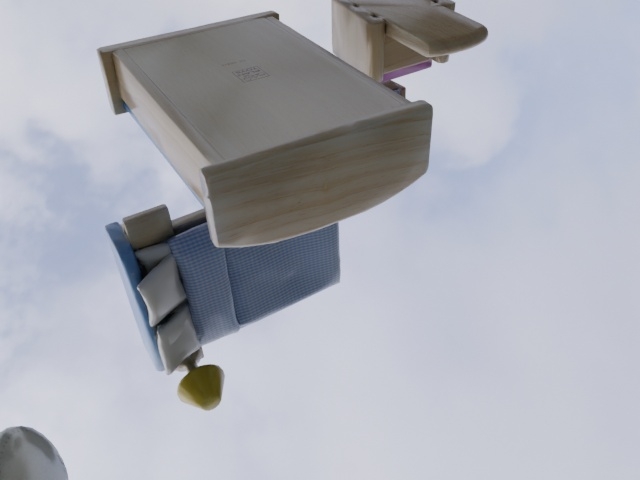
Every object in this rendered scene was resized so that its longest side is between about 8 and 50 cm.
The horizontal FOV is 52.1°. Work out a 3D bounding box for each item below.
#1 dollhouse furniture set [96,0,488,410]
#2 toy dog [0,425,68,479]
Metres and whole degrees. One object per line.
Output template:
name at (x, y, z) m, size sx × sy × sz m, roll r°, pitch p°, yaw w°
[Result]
dollhouse furniture set at (0.000, 0.000, 0.512) m, size 0.286 × 0.304 × 0.198 m, roll -21°, pitch -138°, yaw -22°
toy dog at (-0.213, 0.128, 0.255) m, size 0.220 × 0.161 × 0.334 m, roll -26°, pitch -98°, yaw -31°
